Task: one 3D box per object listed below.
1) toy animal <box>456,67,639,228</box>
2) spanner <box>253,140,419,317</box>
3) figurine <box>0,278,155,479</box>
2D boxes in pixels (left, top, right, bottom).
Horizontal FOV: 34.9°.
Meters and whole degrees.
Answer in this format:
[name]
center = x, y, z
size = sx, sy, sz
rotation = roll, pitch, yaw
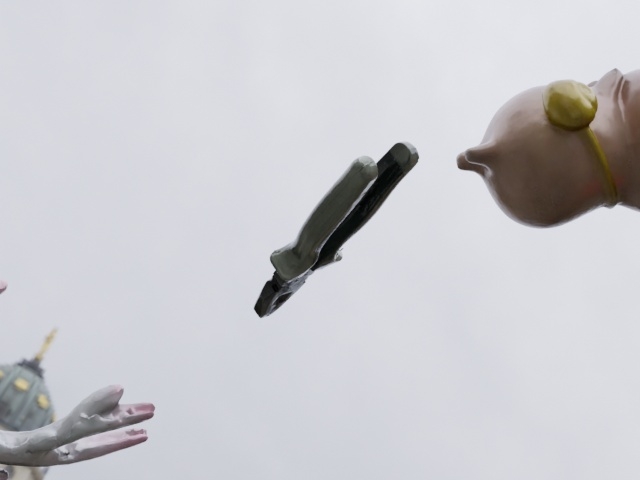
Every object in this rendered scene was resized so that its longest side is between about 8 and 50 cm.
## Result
[toy animal]
center = 0.249, -0.084, 0.919
size = 0.247, 0.165, 0.149
rotation = 1, -81, -3
[spanner]
center = 0.000, 0.000, 1.123
size = 0.040, 0.095, 0.325
rotation = 56, -42, 16
[figurine]
center = -0.277, 0.124, 0.472
size = 0.206, 0.316, 0.284
rotation = 32, 3, 34
